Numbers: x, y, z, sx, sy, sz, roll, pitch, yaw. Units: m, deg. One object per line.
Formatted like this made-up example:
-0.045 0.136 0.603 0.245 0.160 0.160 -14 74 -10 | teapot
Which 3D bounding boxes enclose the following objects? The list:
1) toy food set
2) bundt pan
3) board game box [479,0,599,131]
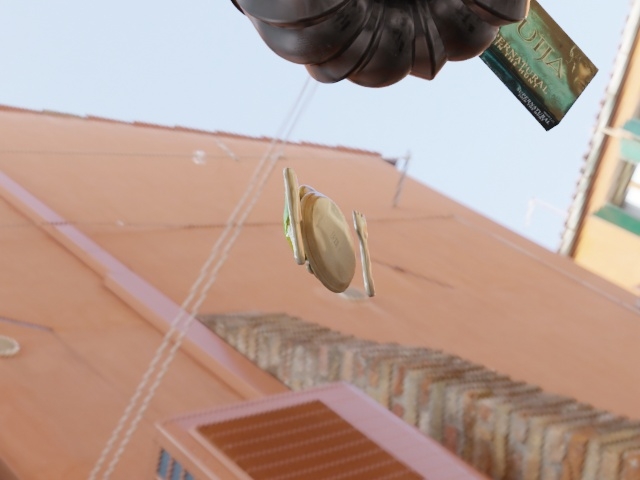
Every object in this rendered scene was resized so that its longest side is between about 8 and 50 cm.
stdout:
0.000 0.000 1.241 0.192 0.038 0.132 29 -131 -56 | toy food set
0.070 -0.259 0.910 0.331 0.124 0.331 -13 -37 -10 | bundt pan
0.247 -0.238 1.288 0.186 0.026 0.126 46 -125 -7 | board game box
